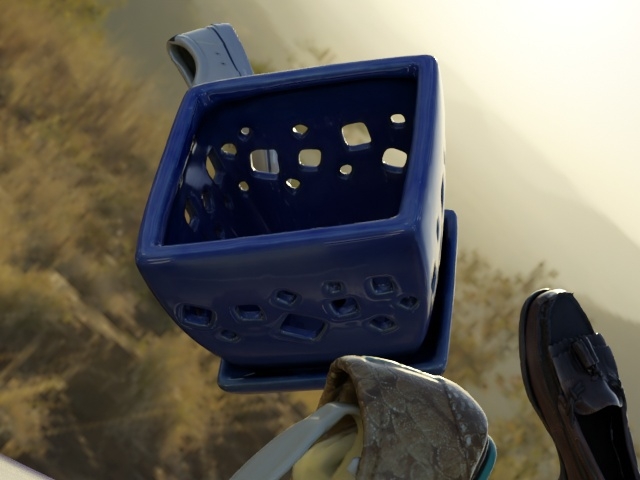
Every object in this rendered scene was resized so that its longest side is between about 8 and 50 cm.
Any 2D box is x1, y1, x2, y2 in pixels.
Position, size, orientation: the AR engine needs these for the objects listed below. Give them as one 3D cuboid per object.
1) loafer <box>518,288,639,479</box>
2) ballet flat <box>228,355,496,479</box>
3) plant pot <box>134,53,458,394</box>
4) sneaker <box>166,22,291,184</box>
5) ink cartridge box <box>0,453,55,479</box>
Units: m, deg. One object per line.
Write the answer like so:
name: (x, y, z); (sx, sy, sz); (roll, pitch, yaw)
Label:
loafer: (0.294, 0.194, 1.477); (0.095, 0.109, 0.302); (-15, -93, 58)
ballet flat: (-0.025, 0.123, 0.439); (0.067, 0.206, 0.073); (37, -14, -16)
plant pot: (0.000, 0.000, 1.198); (0.236, 0.236, 0.212); (-81, 160, -46)
sneaker: (-0.113, -0.153, 1.679); (0.094, 0.091, 0.258); (99, -30, -51)
ink cartridge box: (-0.395, 0.393, 1.802); (0.270, 0.151, 0.395); (30, -3, -16)
